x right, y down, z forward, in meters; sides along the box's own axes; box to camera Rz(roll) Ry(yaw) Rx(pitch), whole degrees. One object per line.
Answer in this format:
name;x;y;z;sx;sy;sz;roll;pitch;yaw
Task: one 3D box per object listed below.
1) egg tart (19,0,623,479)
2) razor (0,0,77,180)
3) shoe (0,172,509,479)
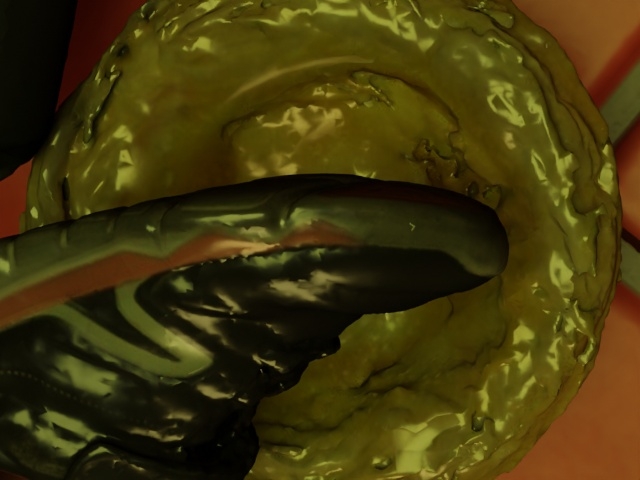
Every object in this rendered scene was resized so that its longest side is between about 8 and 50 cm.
egg tart;0.000;0.000;0.704;0.288;0.118;0.288;2;98;11
razor;-0.175;-0.202;0.689;0.114;0.204;0.348;-3;99;-32
shoe;-0.062;0.051;0.612;0.291;0.114;0.137;-15;92;17
